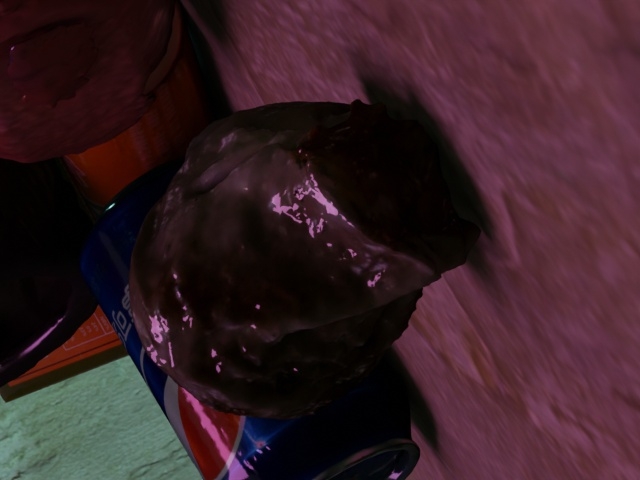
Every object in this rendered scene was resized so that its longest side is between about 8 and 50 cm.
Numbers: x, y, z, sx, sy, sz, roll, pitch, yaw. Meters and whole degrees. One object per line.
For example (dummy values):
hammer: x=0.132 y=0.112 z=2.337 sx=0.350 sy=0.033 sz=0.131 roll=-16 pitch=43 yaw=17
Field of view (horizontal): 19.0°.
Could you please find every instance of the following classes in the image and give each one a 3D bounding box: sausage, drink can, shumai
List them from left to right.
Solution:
sausage: x=-0.138 y=-0.130 z=0.845 sx=0.152 sy=0.152 sz=0.279 roll=58 pitch=172 yaw=13
sausage: x=-0.098 y=-0.039 z=1.129 sx=0.093 sy=0.093 sz=0.312 roll=56 pitch=171 yaw=25
drink can: x=-0.038 y=0.057 z=1.021 sx=0.205 sy=0.118 sz=0.118 roll=55 pitch=171 yaw=23
shumai: x=0.001 y=0.001 z=0.640 sx=0.099 sy=0.124 sz=0.087 roll=35 pitch=156 yaw=-15

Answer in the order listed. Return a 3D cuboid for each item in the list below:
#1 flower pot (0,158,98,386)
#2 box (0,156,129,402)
flower pot: x=-0.300 y=-0.033 z=1.156 sx=0.267 sy=0.266 sz=0.266 roll=60 pitch=173 yaw=15
box: x=-0.185 y=-0.024 z=1.362 sx=0.195 sy=0.148 sz=0.177 roll=62 pitch=-157 yaw=-16
